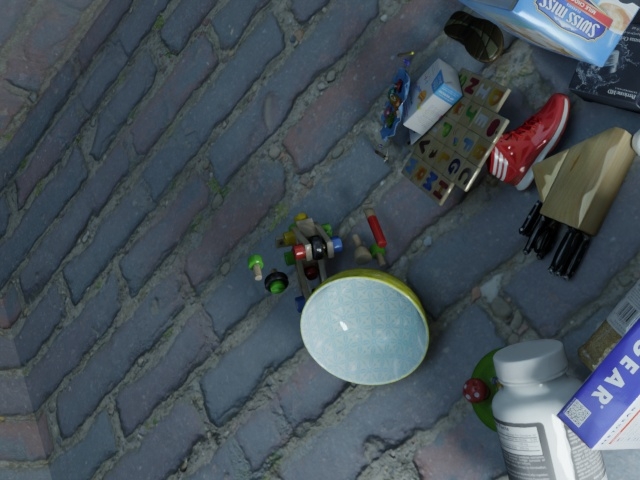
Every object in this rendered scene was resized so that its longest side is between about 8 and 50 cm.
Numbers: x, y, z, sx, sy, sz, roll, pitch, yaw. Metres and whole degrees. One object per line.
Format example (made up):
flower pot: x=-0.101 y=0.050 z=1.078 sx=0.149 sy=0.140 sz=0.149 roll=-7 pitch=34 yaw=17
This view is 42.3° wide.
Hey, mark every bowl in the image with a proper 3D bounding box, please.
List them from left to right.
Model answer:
bowl: x=0.110 y=0.170 z=1.890 sx=0.289 sy=0.289 sz=0.156 roll=-40 pitch=13 yaw=27

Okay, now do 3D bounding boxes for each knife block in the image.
knife block: x=0.528 y=-0.063 z=1.655 sx=0.276 sy=0.088 sz=0.242 roll=-26 pitch=64 yaw=33

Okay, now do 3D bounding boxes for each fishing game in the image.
fishing game: x=0.169 y=-0.327 z=1.987 sx=0.189 sy=0.041 sz=0.264 roll=-117 pitch=40 yaw=-74

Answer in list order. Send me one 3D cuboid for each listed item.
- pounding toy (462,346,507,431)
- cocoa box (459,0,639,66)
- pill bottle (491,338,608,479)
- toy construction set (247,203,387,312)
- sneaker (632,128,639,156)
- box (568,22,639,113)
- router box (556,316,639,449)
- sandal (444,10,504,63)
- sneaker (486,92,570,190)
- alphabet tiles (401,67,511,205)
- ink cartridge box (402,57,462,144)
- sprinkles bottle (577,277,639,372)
pounding toy: x=0.378 y=0.322 z=1.672 sx=0.183 sy=0.110 sz=0.237 roll=-50 pitch=52 yaw=20
cocoa box: x=0.458 y=-0.517 z=1.645 sx=0.228 sy=0.231 sz=0.347 roll=-60 pitch=19 yaw=13
pill bottle: x=0.416 y=0.352 z=1.519 sx=0.176 sy=0.176 sz=0.318 roll=-10 pitch=97 yaw=39
toy construction set: x=0.000 y=0.000 z=2.032 sx=0.309 sy=0.257 sz=0.237 roll=-27 pitch=48 yaw=11
sneaker: x=0.705 y=-0.184 z=1.489 sx=0.305 sy=0.152 sz=0.114 roll=11 pitch=89 yaw=43
box: x=0.608 y=-0.348 z=1.653 sx=0.156 sy=0.093 sz=0.158 roll=25 pitch=97 yaw=41
router box: x=0.590 y=0.204 z=1.392 sx=0.335 sy=0.301 sz=0.082 roll=-55 pitch=51 yaw=16
sandal: x=0.363 y=-0.469 z=1.923 sx=0.090 sy=0.060 sz=0.219 roll=-53 pitch=37 yaw=10
sneaker: x=0.426 y=-0.225 z=1.743 sx=0.221 sy=0.128 sz=0.087 roll=-66 pitch=13 yaw=7
alphabet tiles: x=0.296 y=-0.239 z=1.858 sx=0.285 sy=0.011 sz=0.342 roll=-60 pitch=26 yaw=12
ink cartridge box: x=0.245 y=-0.324 z=1.942 sx=0.181 sy=0.062 sz=0.104 roll=-45 pitch=31 yaw=36
sprinkles bottle: x=0.625 y=0.109 z=1.505 sx=0.355 sy=0.121 sz=0.121 roll=-55 pitch=51 yaw=17
